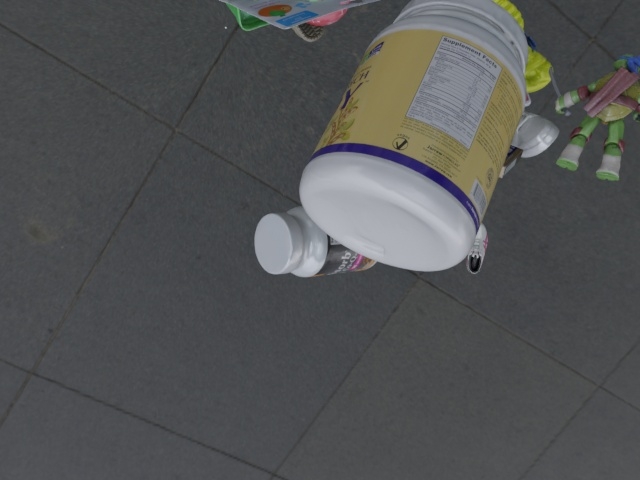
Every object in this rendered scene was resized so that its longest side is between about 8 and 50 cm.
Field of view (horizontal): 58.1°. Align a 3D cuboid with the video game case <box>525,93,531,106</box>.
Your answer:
[{"bbox_3d":[0.462,-0.461,1.739,0.285,0.025,0.204,-17,82,5],"label":"video game case"}]

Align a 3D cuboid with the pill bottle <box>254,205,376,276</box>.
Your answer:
[{"bbox_3d":[0.000,0.000,1.312,0.278,0.162,0.162,-5,115,-42],"label":"pill bottle"}]

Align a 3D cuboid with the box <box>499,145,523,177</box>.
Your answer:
[{"bbox_3d":[0.358,-0.223,1.395,0.225,0.136,0.036,24,126,25],"label":"box"}]

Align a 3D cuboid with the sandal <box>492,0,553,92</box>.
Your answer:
[{"bbox_3d":[0.490,-0.530,1.519,0.126,0.138,0.317,-30,131,25],"label":"sandal"}]

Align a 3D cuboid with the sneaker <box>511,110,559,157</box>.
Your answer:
[{"bbox_3d":[0.472,-0.310,1.464,0.169,0.292,0.108,37,99,-16],"label":"sneaker"}]

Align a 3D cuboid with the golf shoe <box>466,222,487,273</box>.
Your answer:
[{"bbox_3d":[0.550,0.026,2.016,0.068,0.086,0.186,3,101,10],"label":"golf shoe"}]

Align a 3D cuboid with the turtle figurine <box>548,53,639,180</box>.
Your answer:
[{"bbox_3d":[0.655,-0.279,1.345,0.198,0.275,0.266,21,88,-17],"label":"turtle figurine"}]

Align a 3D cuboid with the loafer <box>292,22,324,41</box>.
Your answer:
[{"bbox_3d":[-0.089,-0.648,1.531,0.102,0.092,0.268,-33,108,-11],"label":"loafer"}]

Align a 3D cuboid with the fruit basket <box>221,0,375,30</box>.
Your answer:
[{"bbox_3d":[-0.025,-0.483,1.054,0.327,0.353,0.165,-27,128,-23],"label":"fruit basket"}]

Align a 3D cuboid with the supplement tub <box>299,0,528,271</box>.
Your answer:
[{"bbox_3d":[0.139,-0.151,0.799,0.241,0.241,0.331,33,68,-19],"label":"supplement tub"}]
